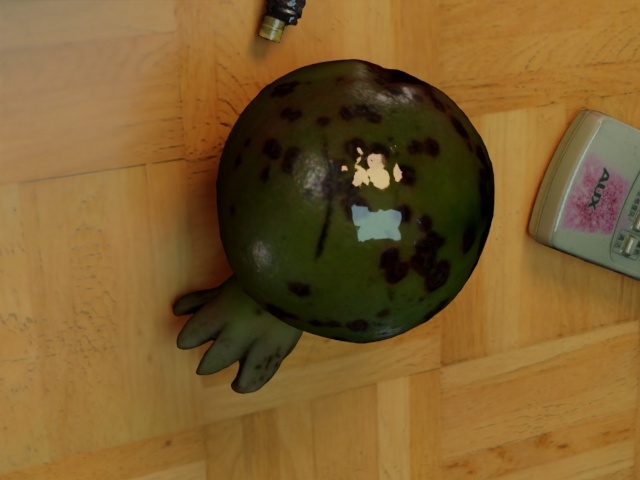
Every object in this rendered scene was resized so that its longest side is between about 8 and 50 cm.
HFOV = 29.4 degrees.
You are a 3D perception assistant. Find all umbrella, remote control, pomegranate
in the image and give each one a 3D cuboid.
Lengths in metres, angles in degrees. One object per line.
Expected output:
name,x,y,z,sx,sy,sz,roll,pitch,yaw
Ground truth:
umbrella,-0.016,-0.233,1.013,0.037,0.040,0.144,16,99,-38
remote control,0.369,-0.018,1.265,0.344,0.050,0.145,18,97,-30
pomegranate,-0.001,0.000,0.980,0.242,0.242,0.306,39,92,-30
